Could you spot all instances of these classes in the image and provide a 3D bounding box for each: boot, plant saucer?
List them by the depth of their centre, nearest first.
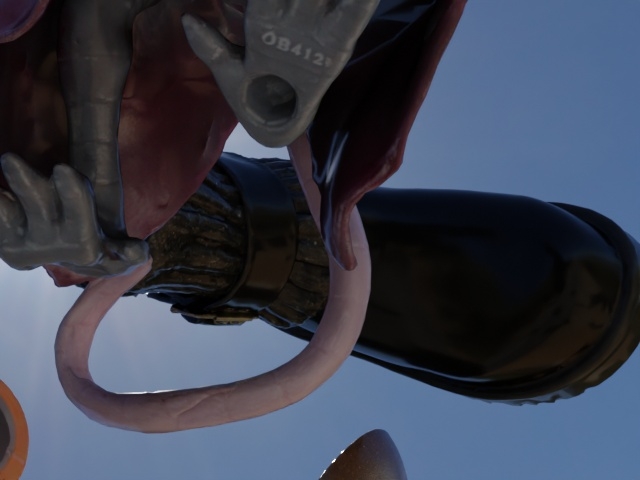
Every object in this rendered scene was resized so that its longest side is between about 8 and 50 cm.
[{"bbox_3d":[-0.002,0.004,0.883,0.260,0.348,0.131,25,-107,-47],"label":"boot"},{"bbox_3d":[0.010,0.221,0.960,0.198,0.036,0.198,-49,-26,-33],"label":"plant saucer"}]

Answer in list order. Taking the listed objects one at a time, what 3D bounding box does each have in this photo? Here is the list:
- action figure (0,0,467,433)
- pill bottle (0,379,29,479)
[{"bbox_3d":[-0.001,-0.146,0.587,0.248,0.370,0.276,-4,-49,12],"label":"action figure"},{"bbox_3d":[-0.287,0.148,0.921,0.130,0.130,0.245,10,-24,-43],"label":"pill bottle"}]
